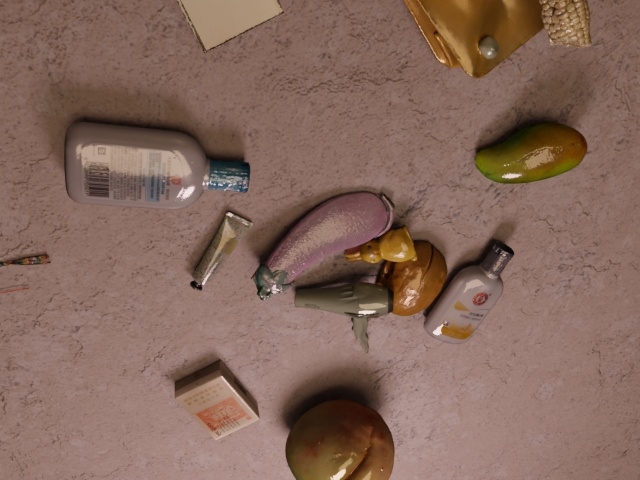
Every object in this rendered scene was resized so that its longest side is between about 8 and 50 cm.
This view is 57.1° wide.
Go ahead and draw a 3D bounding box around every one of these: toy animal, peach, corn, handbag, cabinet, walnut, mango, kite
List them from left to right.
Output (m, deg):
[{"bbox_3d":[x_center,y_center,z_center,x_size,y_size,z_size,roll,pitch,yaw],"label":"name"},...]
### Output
[{"bbox_3d":[-0.683,0.051,1.205,0.244,0.006,0.198,-12,124,-5],"label":"kite"},{"bbox_3d":[-0.175,-0.434,0.920,0.145,0.150,0.206,-27,125,-1],"label":"cabinet"},{"bbox_3d":[0.060,0.557,1.567,0.292,0.247,0.292,1,107,4],"label":"peach"},{"bbox_3d":[0.133,0.025,1.337,0.159,0.070,0.083,-16,88,8],"label":"toy animal"},{"bbox_3d":[0.225,0.108,1.403,0.167,0.087,0.211,12,119,-21],"label":"walnut"},{"bbox_3d":[0.338,-0.502,1.018,0.401,0.133,0.283,-36,118,11],"label":"handbag"},{"bbox_3d":[0.449,-0.186,1.253,0.233,0.111,0.125,-6,113,6],"label":"mango"},{"bbox_3d":[0.390,-0.405,0.959,0.087,0.087,0.210,-20,117,0],"label":"corn"}]

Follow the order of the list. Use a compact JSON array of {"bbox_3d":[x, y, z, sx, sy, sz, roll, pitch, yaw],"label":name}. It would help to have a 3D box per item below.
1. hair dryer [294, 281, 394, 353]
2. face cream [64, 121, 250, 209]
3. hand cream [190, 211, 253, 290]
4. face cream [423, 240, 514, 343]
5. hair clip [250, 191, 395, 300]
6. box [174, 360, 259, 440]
[{"bbox_3d":[0.040,0.186,1.422,0.229,0.092,0.267,13,137,-5],"label":"hair dryer"},{"bbox_3d":[-0.305,-0.135,1.126,0.337,0.080,0.163,3,121,-15],"label":"face cream"},{"bbox_3d":[-0.223,0.028,1.277,0.067,0.042,0.194,27,109,-25],"label":"hand cream"},{"bbox_3d":[0.380,0.132,1.463,0.144,0.071,0.291,19,116,-23],"label":"face cream"},{"bbox_3d":[-0.001,-0.002,1.293,0.359,0.110,0.095,-33,164,4],"label":"hair clip"},{"bbox_3d":[-0.262,0.411,1.505,0.141,0.058,0.201,-26,125,4],"label":"box"}]
